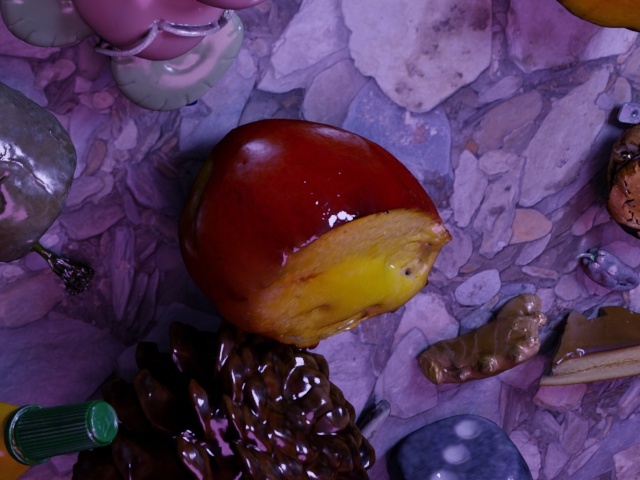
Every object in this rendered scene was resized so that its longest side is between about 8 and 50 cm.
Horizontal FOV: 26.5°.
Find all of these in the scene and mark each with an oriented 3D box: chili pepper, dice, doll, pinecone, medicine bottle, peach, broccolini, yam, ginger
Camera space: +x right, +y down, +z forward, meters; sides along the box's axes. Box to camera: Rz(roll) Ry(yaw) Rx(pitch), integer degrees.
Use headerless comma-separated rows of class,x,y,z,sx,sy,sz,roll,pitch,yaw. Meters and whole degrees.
chili pepper,0.436,0.049,2.037,0.050,0.041,0.153,-18,143,42
dice,0.214,0.387,2.056,0.183,0.182,0.181,-20,128,-12
doll,-0.173,-0.267,1.436,0.284,0.216,0.268,27,112,-38
pinecone,-0.133,0.292,1.717,0.398,0.397,0.397,-12,125,-18
medicine bottle,-0.372,0.239,1.649,0.309,0.076,0.111,-14,104,31
peach,0.000,0.000,1.645,0.338,0.281,0.281,25,108,-18
broccolini,-0.353,-0.003,1.638,0.044,0.042,0.218,-42,122,6
yam,-0.415,-0.105,1.438,0.300,0.195,0.195,34,102,-36
ginger,0.248,0.160,1.971,0.205,0.115,0.081,-34,145,2

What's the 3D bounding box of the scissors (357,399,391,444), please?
scissors,0.021,0.352,2.031,0.138,0.041,0.289,25,108,-27

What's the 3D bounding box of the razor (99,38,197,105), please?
razor,-0.205,-0.197,1.584,0.028,0.044,0.155,-26,138,31

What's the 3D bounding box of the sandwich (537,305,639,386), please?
sandwich,0.425,0.162,2.079,0.245,0.088,0.090,-7,132,-26

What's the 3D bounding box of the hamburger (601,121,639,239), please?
hamburger,0.505,-0.094,1.905,0.231,0.106,0.231,2,145,2

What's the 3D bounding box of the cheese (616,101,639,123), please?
cheese,0.499,-0.172,1.926,0.192,0.037,0.097,5,117,-29

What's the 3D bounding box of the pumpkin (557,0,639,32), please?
pumpkin,0.414,-0.394,1.610,0.226,0.256,0.303,14,90,-27
